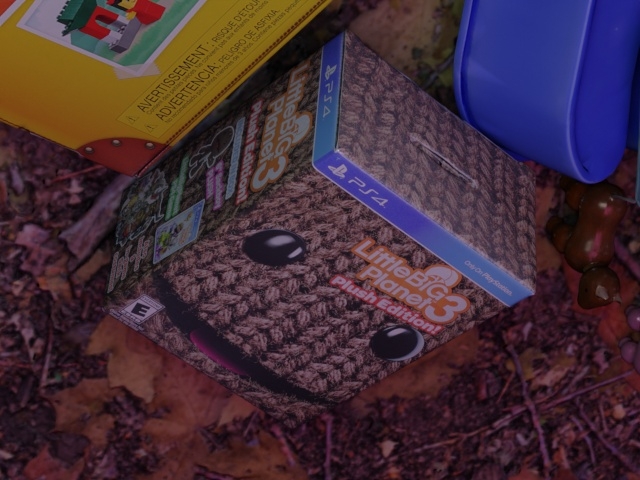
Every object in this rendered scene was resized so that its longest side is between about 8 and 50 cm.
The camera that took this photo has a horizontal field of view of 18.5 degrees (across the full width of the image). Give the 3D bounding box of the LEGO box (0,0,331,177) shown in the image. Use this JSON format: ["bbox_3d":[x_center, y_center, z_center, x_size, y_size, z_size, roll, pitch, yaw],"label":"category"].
[{"bbox_3d":[-0.153,-0.295,1.368,0.372,0.193,0.500,24,140,-26],"label":"LEGO box"}]

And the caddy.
[{"bbox_3d":[0.236,-0.213,1.679,0.241,0.179,0.341,-12,122,-37],"label":"caddy"}]

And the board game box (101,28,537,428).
[{"bbox_3d":[0.000,0.000,1.669,0.232,0.141,0.291,34,131,-29],"label":"board game box"}]

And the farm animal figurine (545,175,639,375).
[{"bbox_3d":[0.398,0.019,1.848,0.330,0.172,0.327,35,103,-29],"label":"farm animal figurine"}]

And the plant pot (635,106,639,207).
[{"bbox_3d":[0.401,-0.120,1.639,0.234,0.166,0.165,-34,134,-36],"label":"plant pot"}]
